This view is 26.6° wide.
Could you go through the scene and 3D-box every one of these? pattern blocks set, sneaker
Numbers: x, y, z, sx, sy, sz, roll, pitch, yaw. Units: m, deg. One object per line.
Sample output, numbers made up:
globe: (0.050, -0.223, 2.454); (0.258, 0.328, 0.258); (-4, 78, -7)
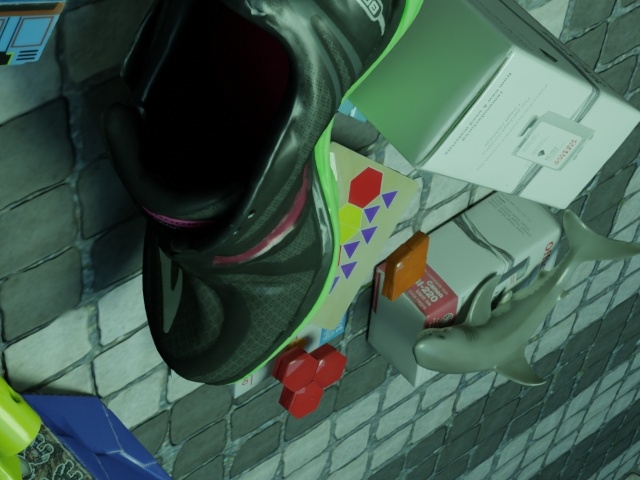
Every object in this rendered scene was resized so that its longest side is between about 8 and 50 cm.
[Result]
pattern blocks set: (0.000, 0.000, 1.260); (0.325, 0.026, 0.285); (-54, 138, 2)
sneaker: (-0.079, -0.061, 0.960); (0.202, 0.185, 0.483); (-34, 152, -37)

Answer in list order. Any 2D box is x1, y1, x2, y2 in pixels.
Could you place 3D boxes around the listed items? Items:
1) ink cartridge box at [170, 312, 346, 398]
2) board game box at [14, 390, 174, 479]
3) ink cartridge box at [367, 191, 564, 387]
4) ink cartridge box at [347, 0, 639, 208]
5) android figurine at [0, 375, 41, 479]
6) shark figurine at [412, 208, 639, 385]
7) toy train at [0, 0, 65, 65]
ink cartridge box: (-0.060, 0.085, 1.346); (0.181, 0.061, 0.104); (-30, 148, -25)
board game box: (-0.284, 0.280, 1.169); (0.291, 0.141, 0.232); (-44, 169, 1)
ink cartridge box: (0.169, 0.051, 1.578); (0.218, 0.092, 0.158); (-33, 151, -24)
ink cartridge box: (0.114, -0.145, 1.103); (0.117, 0.207, 0.283); (-51, 153, 17)
android figurine: (-0.331, 0.162, 0.967); (0.248, 0.056, 0.273); (-32, 121, 1)
shark figurine: (0.231, 0.099, 1.509); (0.278, 0.116, 0.166); (-34, 151, -16)
toy train: (-0.228, -0.151, 0.776); (0.184, 0.080, 0.105); (-13, 146, -45)
